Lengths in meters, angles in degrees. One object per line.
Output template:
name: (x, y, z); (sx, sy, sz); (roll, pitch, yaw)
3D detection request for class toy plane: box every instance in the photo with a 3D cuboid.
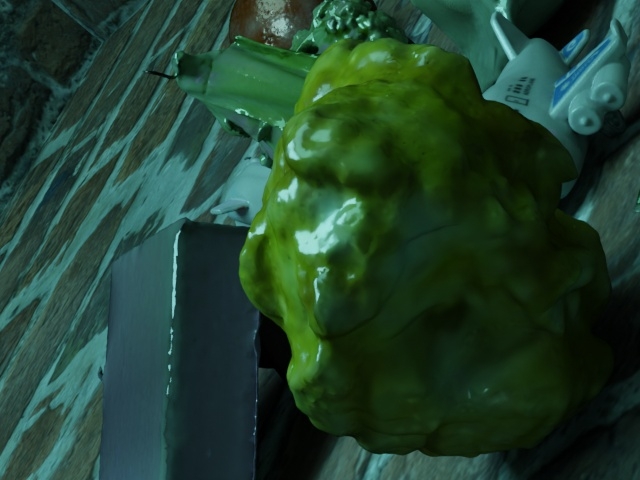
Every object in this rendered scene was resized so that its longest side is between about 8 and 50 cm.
toy plane: (0.202, -0.119, 1.832); (0.267, 0.123, 0.267); (-44, 21, 22)
toy plane: (-0.007, -0.047, 2.144); (0.252, 0.118, 0.252); (-13, 12, 3)

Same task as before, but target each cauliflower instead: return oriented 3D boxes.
cauliflower: (-0.028, -0.137, 1.926); (0.239, 0.315, 0.256); (-86, 19, -61)

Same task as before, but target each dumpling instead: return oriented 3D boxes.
dumpling: (0.186, -0.328, 2.159); (0.320, 0.212, 0.270); (-48, 11, -32)

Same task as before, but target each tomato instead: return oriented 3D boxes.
tomato: (-0.025, -0.290, 2.599); (0.184, 0.208, 0.208); (-26, 28, 37)

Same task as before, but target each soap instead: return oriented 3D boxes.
soap: (-0.147, 0.144, 1.908); (0.285, 0.107, 0.296); (156, 117, -69)

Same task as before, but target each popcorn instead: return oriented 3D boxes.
popcorn: (0.077, 0.013, 1.491); (0.294, 0.334, 0.292); (-23, 20, -13)

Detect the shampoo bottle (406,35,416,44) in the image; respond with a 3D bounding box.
shampoo bottle: (0.105, -0.168, 2.236); (0.079, 0.080, 0.246); (-46, 18, 15)

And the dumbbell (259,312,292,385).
dumbbell: (-0.027, 0.079, 1.956); (0.124, 0.140, 0.225); (-39, 16, -11)

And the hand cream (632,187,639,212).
hand cream: (0.335, -0.138, 1.656); (0.095, 0.059, 0.276); (-28, 31, 44)
